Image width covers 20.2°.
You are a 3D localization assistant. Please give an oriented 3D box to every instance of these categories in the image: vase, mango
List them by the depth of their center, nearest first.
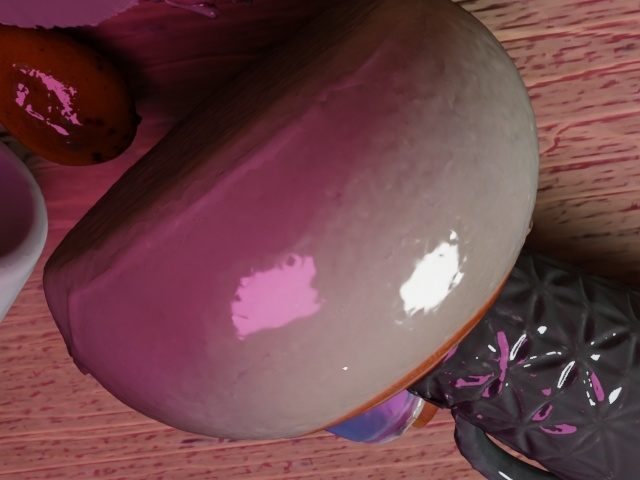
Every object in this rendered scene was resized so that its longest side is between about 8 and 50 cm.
[{"bbox_3d":[-0.159,-0.088,1.058,0.114,0.057,0.079,34,133,-16],"label":"mango"},{"bbox_3d":[0.174,0.098,1.124,0.301,0.156,0.251,26,140,-28],"label":"vase"}]

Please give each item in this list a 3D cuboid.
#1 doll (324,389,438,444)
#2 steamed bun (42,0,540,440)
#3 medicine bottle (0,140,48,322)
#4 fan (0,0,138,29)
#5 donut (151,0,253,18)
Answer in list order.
[{"bbox_3d":[-0.015,0.061,1.165,0.241,0.098,0.135,27,152,-19],"label":"doll"},{"bbox_3d":[0.000,0.000,0.963,0.283,0.283,0.177,-33,103,33],"label":"steamed bun"},{"bbox_3d":[-0.280,0.044,1.139,0.144,0.144,0.252,22,131,-16],"label":"medicine bottle"},{"bbox_3d":[-0.231,-0.199,0.886,0.329,0.009,0.191,33,148,-22],"label":"fan"},{"bbox_3d":[-0.107,-0.215,0.881,0.199,0.085,0.233,9,147,17],"label":"donut"}]
